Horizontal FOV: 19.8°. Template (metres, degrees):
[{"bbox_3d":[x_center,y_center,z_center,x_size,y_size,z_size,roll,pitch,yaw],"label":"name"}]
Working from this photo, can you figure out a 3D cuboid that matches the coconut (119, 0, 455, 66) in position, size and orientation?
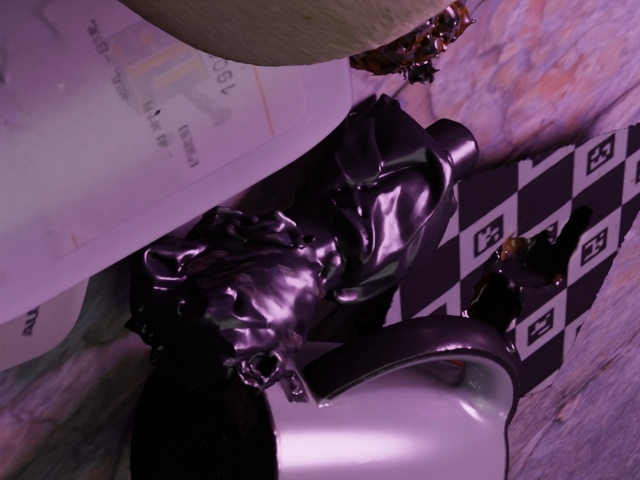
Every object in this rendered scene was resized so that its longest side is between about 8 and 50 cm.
[{"bbox_3d":[-0.010,-0.185,0.683,0.266,0.237,0.237,24,109,-45],"label":"coconut"}]

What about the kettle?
[{"bbox_3d":[0.025,0.131,1.241,0.236,0.161,0.221,5,132,-39],"label":"kettle"}]

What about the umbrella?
[{"bbox_3d":[0.000,0.001,1.160,0.272,0.122,0.110,-35,-169,-34],"label":"umbrella"}]

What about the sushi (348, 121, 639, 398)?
[{"bbox_3d":[0.127,0.023,1.428,0.294,0.059,0.292,-15,137,-42],"label":"sushi"}]

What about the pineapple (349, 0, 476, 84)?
[{"bbox_3d":[0.024,-0.174,0.862,0.103,0.083,0.221,-12,113,10],"label":"pineapple"}]

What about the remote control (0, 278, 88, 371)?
[{"bbox_3d":[-0.250,0.063,0.945,0.309,0.038,0.090,-20,144,-41],"label":"remote control"}]

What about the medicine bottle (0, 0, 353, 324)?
[{"bbox_3d":[-0.138,-0.056,0.824,0.296,0.111,0.161,-32,123,-17],"label":"medicine bottle"}]
